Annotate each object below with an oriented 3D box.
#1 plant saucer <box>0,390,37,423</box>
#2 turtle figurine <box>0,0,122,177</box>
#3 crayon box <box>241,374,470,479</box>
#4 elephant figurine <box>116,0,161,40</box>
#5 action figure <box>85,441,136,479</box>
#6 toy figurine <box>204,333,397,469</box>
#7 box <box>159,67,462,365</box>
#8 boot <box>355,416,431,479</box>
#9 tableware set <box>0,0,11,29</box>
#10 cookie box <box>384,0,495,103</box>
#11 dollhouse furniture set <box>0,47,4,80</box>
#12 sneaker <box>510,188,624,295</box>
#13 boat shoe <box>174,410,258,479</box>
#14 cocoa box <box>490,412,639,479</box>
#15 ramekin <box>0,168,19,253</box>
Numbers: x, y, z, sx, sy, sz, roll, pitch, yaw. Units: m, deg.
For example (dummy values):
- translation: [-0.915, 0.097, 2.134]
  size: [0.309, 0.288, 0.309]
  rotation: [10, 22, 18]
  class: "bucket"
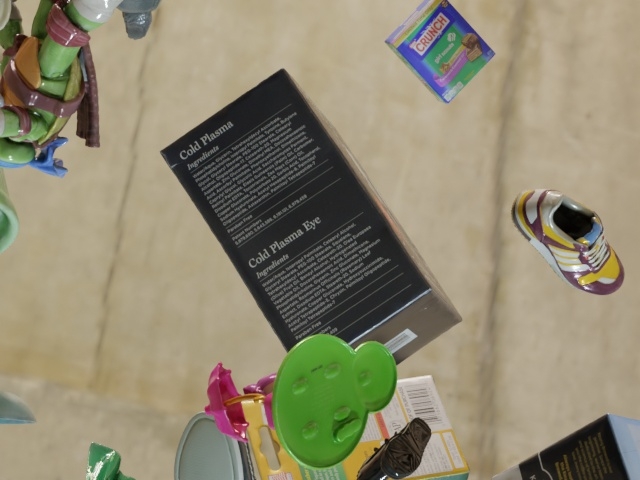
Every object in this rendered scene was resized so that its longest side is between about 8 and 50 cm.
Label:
- translation: [-0.549, 0.226, 2.306]
  size: [0.317, 0.318, 0.043]
  rotation: [160, -66, -68]
  class: "plant saucer"
- translation: [-0.317, -0.201, 1.639]
  size: [0.266, 0.275, 0.198]
  rotation: [-52, 180, 26]
  class: "turtle figurine"
- translation: [0.047, 0.330, 2.629]
  size: [0.083, 0.323, 0.203]
  rotation: [98, -20, -44]
  class: "crayon box"
- translation: [-0.245, -0.351, 1.716]
  size: [0.186, 0.239, 0.169]
  rotation: [-62, -175, -5]
  class: "elephant figurine"
- translation: [-0.247, 0.341, 1.948]
  size: [0.063, 0.137, 0.232]
  rotation: [-41, -166, 14]
  class: "action figure"
- translation: [-0.037, 0.150, 1.670]
  size: [0.159, 0.173, 0.130]
  rotation: [-2, -75, 45]
  class: "toy figurine"
- translation: [0.000, 0.000, 2.014]
  size: [0.179, 0.312, 0.343]
  rotation: [-35, 167, 4]
  class: "box"
- translation: [0.078, 0.266, 1.980]
  size: [0.099, 0.045, 0.121]
  rotation: [-45, -179, 32]
  class: "boot"
- translation: [-0.287, -0.258, 1.403]
  size: [0.141, 0.020, 0.168]
  rotation: [53, -54, 18]
  class: "tableware set"
- translation: [0.149, -0.240, 2.092]
  size: [0.092, 0.107, 0.040]
  rotation: [-46, -163, -4]
  class: "cookie box"
- translation: [-0.595, -0.228, 2.565]
  size: [0.212, 0.161, 0.242]
  rotation: [-55, -143, 26]
  class: "dollhouse furniture set"
- translation: [0.307, 0.006, 1.966]
  size: [0.084, 0.185, 0.069]
  rotation: [1, -121, 57]
  class: "sneaker"
- translation: [-0.125, 0.352, 2.219]
  size: [0.114, 0.091, 0.302]
  rotation: [19, -63, 32]
  class: "boat shoe"
- translation: [0.423, 0.442, 2.263]
  size: [0.228, 0.231, 0.347]
  rotation: [-37, -126, 34]
  class: "cocoa box"
- translation: [-0.573, -0.068, 2.295]
  size: [0.303, 0.303, 0.148]
  rotation: [133, -48, -55]
  class: "ramekin"
